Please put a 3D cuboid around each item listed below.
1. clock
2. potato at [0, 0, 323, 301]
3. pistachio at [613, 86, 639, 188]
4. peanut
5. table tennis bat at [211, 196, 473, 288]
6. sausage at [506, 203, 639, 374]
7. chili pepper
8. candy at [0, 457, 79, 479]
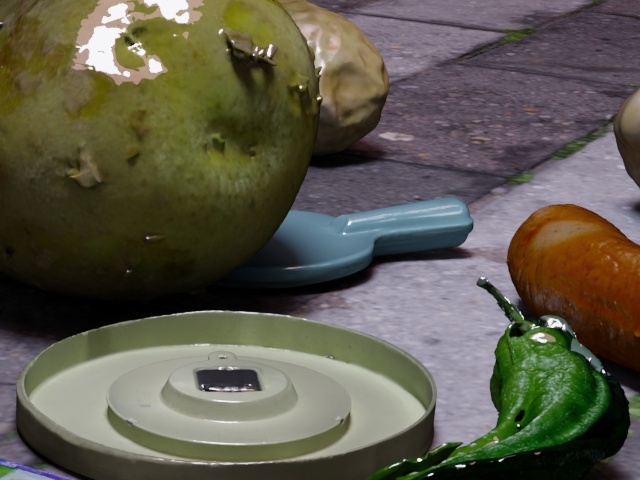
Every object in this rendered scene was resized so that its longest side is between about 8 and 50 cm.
[{"bbox_3d":[-0.052,0.088,1.102,0.235,0.029,0.235,3,15,-1],"label":"clock"},{"bbox_3d":[-0.155,-0.092,1.355,0.270,0.219,0.359,-38,27,-18],"label":"potato"},{"bbox_3d":[0.321,-0.080,1.609,0.185,0.124,0.124,-3,16,-31],"label":"pistachio"},{"bbox_3d":[-0.049,-0.166,1.807,0.159,0.143,0.291,-22,30,-36],"label":"peanut"},{"bbox_3d":[0.000,0.000,1.425,0.237,0.038,0.149,-8,17,-23],"label":"table tennis bat"},{"bbox_3d":[0.207,0.042,1.236,0.103,0.076,0.302,2,15,-33],"label":"sausage"},{"bbox_3d":[0.100,0.096,1.034,0.122,0.065,0.279,15,22,16],"label":"chili pepper"},{"bbox_3d":[-0.109,0.141,0.839,0.312,0.061,0.088,12,17,27],"label":"candy"}]
